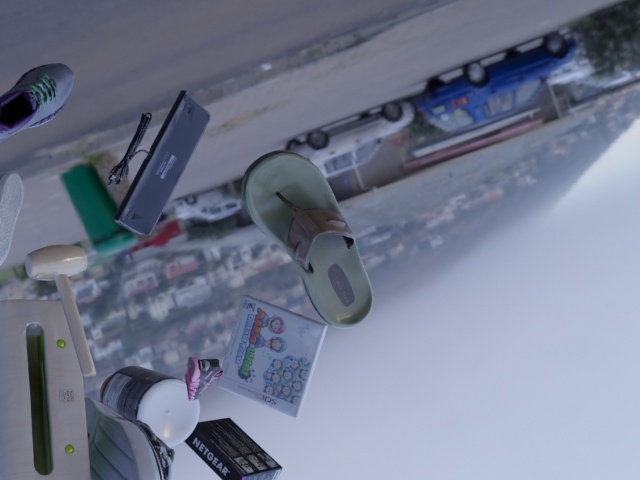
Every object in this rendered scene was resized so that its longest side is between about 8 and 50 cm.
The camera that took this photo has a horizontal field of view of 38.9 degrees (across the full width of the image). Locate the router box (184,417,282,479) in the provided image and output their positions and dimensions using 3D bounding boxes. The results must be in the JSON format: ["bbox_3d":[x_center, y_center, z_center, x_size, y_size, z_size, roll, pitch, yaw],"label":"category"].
[{"bbox_3d":[-0.185,0.445,1.893,0.179,0.046,0.133,36,-164,31],"label":"router box"}]

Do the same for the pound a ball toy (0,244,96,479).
[{"bbox_3d":[-0.378,0.185,1.169,0.135,0.319,0.208,3,150,-29],"label":"pound a ball toy"}]

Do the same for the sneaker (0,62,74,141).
[{"bbox_3d":[-0.447,-0.216,1.417,0.098,0.083,0.224,-10,-150,40],"label":"sneaker"}]

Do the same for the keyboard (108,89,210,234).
[{"bbox_3d":[-0.356,-0.176,1.931,0.033,0.317,0.201,21,170,29],"label":"keyboard"}]

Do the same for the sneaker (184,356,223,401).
[{"bbox_3d":[-0.180,0.215,1.408,0.057,0.047,0.119,-8,154,-19],"label":"sneaker"}]

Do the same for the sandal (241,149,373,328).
[{"bbox_3d":[0.002,0.000,1.274,0.120,0.303,0.086,-39,-155,-13],"label":"sandal"}]

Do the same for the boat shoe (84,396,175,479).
[{"bbox_3d":[-0.254,0.297,1.236,0.119,0.121,0.335,21,-178,-28],"label":"boat shoe"}]

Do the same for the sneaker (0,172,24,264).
[{"bbox_3d":[-0.739,-0.024,1.910,0.161,0.102,0.282,-5,-137,9],"label":"sneaker"}]

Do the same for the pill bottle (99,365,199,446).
[{"bbox_3d":[-0.344,0.314,1.760,0.130,0.131,0.245,-22,-167,-32],"label":"pill bottle"}]

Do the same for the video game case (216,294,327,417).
[{"bbox_3d":[-0.077,0.181,1.421,0.143,0.157,0.019,19,-171,14],"label":"video game case"}]
